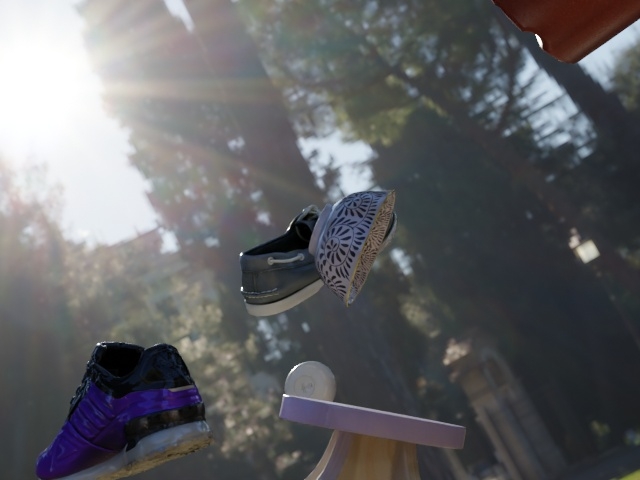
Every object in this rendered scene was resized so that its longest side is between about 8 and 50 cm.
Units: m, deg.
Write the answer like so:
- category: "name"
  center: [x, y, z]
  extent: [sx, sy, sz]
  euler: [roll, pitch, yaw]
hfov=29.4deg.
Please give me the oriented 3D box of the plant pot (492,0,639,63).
- category: "plant pot"
  center: [0.297, -0.339, 1.248]
  extent: [0.265, 0.272, 0.272]
  euler: [-41, -16, 26]

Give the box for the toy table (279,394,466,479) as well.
- category: "toy table"
  center: [0.052, 0.278, 1.431]
  extent: [0.274, 0.161, 0.252]
  euler: [14, -7, -37]

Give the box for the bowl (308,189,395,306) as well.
- category: "bowl"
  center: [0.034, -0.003, 1.648]
  extent: [0.170, 0.080, 0.170]
  euler: [22, -90, -82]

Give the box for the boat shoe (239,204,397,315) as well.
- category: "boat shoe"
  center: [0.000, 0.000, 1.837]
  extent: [0.116, 0.099, 0.319]
  euler: [4, 29, 46]

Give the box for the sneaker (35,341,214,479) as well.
- category: "sneaker"
  center: [-0.229, 0.188, 1.357]
  extent: [0.102, 0.146, 0.293]
  euler: [-6, -15, -46]

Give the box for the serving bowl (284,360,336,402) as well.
- category: "serving bowl"
  center: [-0.019, 0.225, 1.862]
  extent: [0.083, 0.083, 0.027]
  euler: [-31, -21, 13]
